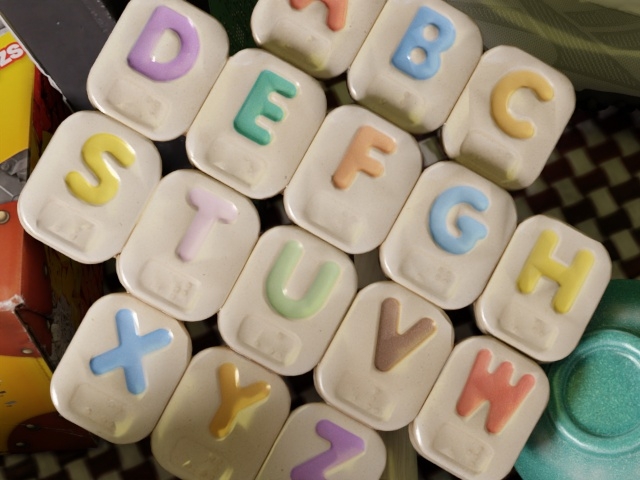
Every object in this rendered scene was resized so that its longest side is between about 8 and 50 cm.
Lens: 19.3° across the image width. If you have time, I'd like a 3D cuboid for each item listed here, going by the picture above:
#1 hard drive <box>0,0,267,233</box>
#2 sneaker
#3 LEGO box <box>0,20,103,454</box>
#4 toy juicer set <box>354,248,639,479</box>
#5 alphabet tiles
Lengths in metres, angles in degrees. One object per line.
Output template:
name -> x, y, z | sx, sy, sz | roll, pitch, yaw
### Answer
hard drive -> -0.117, -0.183, 1.038 | 0.064, 0.339, 0.237 | -13, 51, 19
sneaker -> 0.172, -0.109, 1.119 | 0.271, 0.100, 0.108 | 29, 96, 18
LEGO box -> -0.383, -0.062, 1.112 | 0.500, 0.193, 0.372 | -6, 61, 6
toy juicer set -> 0.147, 0.120, 1.003 | 0.329, 0.089, 0.209 | 16, 84, 18
alphabet tiles -> 0.000, 0.000, 0.945 | 0.284, 0.021, 0.278 | 30, 84, -7
